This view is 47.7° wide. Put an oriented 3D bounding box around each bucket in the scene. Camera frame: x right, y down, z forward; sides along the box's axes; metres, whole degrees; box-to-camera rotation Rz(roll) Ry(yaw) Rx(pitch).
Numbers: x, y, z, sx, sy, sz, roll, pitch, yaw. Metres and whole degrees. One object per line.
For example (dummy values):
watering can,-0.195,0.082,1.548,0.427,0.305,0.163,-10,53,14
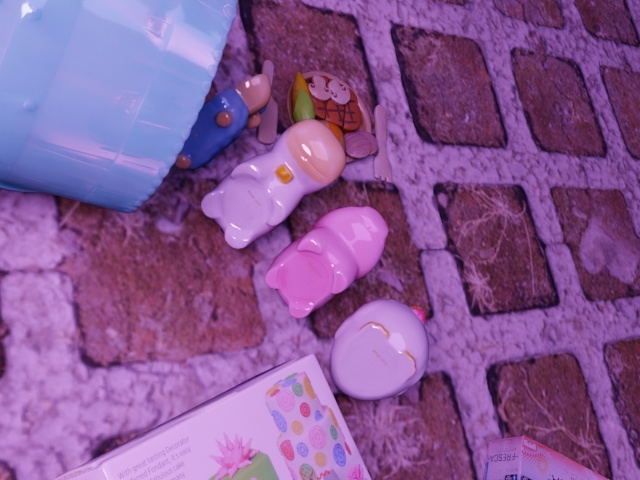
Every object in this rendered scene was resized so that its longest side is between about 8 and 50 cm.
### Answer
bucket,-0.203,-0.162,0.586,0.183,0.281,0.281,22,59,-28

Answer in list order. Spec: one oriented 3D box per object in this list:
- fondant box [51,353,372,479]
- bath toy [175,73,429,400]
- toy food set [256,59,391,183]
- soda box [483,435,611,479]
fondant box,-0.039,0.290,0.591,0.238,0.096,0.330,-19,83,-50
bath toy,0.000,0.000,0.754,0.348,0.151,0.129,55,15,-3
toy food set,0.017,-0.150,0.878,0.192,0.038,0.132,14,63,-31
soda box,0.281,0.296,0.863,0.183,0.058,0.063,30,56,-21
